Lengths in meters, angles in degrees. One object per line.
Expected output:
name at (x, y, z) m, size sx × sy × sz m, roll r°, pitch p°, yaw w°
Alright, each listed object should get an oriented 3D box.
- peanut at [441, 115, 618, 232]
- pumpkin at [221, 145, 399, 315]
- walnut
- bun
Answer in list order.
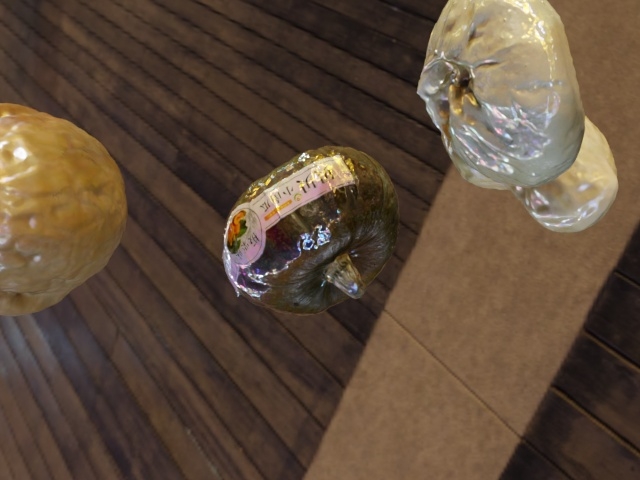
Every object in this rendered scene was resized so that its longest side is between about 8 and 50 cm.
peanut at (0.252, -0.120, 1.088) m, size 0.313 × 0.149 × 0.149 m, roll 44°, pitch 116°, yaw 48°
pumpkin at (0.001, 0.003, 1.192) m, size 0.260 × 0.260 × 0.189 m, roll -49°, pitch 58°, yaw 33°
walnut at (-0.440, -0.044, 1.221) m, size 0.332 × 0.332 × 0.333 m, roll -18°, pitch 67°, yaw 49°
bun at (0.160, -0.145, 0.830) m, size 0.127 × 0.222 × 0.222 m, roll -18°, pitch 59°, yaw 3°
